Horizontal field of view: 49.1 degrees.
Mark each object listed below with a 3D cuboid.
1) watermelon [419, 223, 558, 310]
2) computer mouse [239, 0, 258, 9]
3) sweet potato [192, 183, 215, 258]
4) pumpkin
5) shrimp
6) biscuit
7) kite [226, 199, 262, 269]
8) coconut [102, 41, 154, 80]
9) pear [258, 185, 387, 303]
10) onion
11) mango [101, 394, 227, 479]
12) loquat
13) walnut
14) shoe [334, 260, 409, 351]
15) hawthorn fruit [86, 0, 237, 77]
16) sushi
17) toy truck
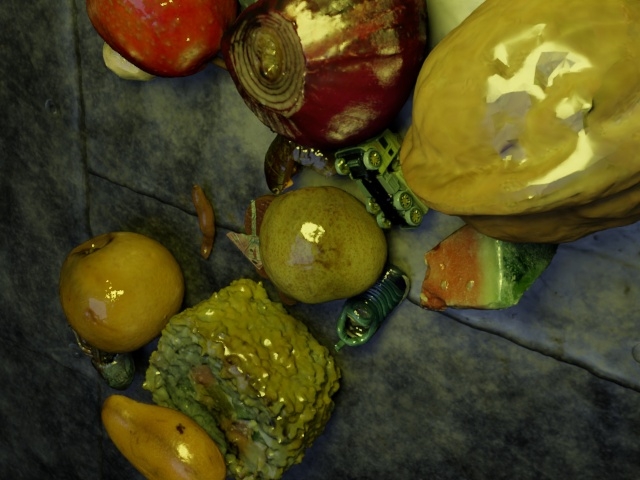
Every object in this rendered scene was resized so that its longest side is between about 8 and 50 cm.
[{"bbox_3d":[0.247,0.033,1.179,0.256,0.193,0.140,-27,98,50],"label":"watermelon"},{"bbox_3d":[-0.036,-0.528,1.072,0.167,0.090,0.379,33,107,53],"label":"computer mouse"},{"bbox_3d":[-0.244,-0.040,1.488,0.044,0.044,0.179,10,124,25],"label":"sweet potato"},{"bbox_3d":[-0.033,-0.161,1.257,0.183,0.119,0.108,-19,115,31],"label":"pumpkin"},{"bbox_3d":[-0.519,0.206,1.725,0.172,0.137,0.372,-13,120,-4],"label":"shrimp"},{"bbox_3d":[-0.070,0.017,1.419,0.179,0.039,0.236,-16,105,37],"label":"biscuit"},{"bbox_3d":[-0.138,-0.010,1.424,0.137,0.005,0.153,4,113,30],"label":"kite"},{"bbox_3d":[-0.367,-0.366,1.354,0.124,0.110,0.110,13,120,16],"label":"coconut"},{"bbox_3d":[0.000,0.000,1.262,0.228,0.188,0.211,-16,105,7],"label":"pear"},{"bbox_3d":[0.021,-0.272,1.067,0.336,0.282,0.260,-24,96,37],"label":"onion"},{"bbox_3d":[-0.313,0.414,1.416,0.295,0.120,0.177,34,132,20],"label":"mango"},{"bbox_3d":[-0.431,0.116,1.541,0.274,0.275,0.275,13,119,24],"label":"loquat"},{"bbox_3d":[0.307,-0.158,0.931,0.383,0.383,0.384,13,119,24],"label":"walnut"},{"bbox_3d":[0.094,0.129,1.341,0.091,0.106,0.207,35,120,8],"label":"shoe"},{"bbox_3d":[-0.241,-0.395,1.209,0.300,0.254,0.254,36,130,-21],"label":"hawthorn fruit"},{"bbox_3d":[-0.169,0.314,1.503,0.396,0.240,0.351,44,128,7],"label":"sushi"},{"bbox_3d":[0.121,-0.111,1.198,0.085,0.116,0.191,-8,128,51],"label":"toy truck"}]
